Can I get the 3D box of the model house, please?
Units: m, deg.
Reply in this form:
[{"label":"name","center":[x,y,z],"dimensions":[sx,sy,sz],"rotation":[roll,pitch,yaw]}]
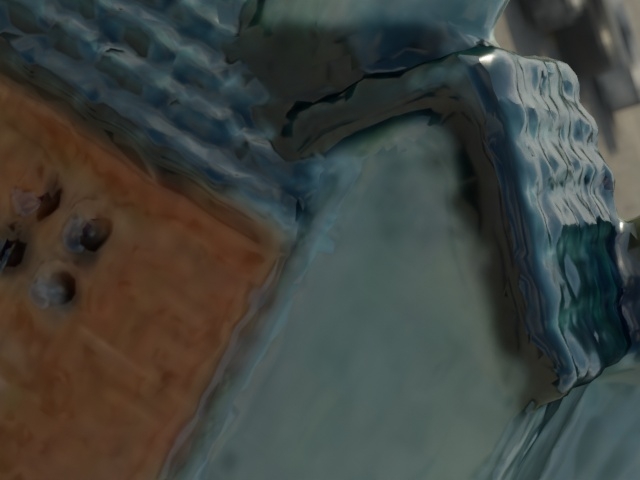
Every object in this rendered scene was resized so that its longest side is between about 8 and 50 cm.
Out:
[{"label":"model house","center":[0.000,0.000,0.518],"dimensions":[0.253,0.291,0.184],"rotation":[35,18,16]}]
